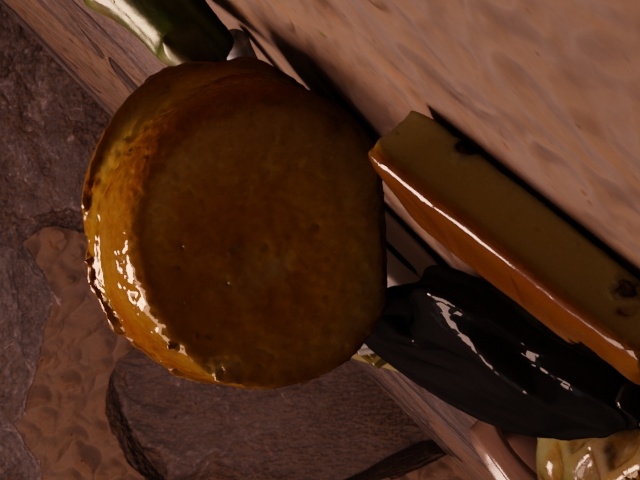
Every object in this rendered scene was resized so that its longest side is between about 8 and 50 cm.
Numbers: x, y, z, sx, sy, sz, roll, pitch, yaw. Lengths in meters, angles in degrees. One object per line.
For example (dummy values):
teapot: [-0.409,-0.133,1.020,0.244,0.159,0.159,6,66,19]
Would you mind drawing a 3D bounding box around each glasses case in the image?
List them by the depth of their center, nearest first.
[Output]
glasses case: [0.042,0.001,1.441,0.233,0.059,0.092,43,169,8]

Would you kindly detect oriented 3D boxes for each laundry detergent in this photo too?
laundry detergent: [0.220,0.241,1.488,0.171,0.076,0.237,38,-168,-24]

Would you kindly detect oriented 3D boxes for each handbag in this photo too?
handbag: [0.132,0.093,1.266,0.191,0.075,0.332,35,167,-4]

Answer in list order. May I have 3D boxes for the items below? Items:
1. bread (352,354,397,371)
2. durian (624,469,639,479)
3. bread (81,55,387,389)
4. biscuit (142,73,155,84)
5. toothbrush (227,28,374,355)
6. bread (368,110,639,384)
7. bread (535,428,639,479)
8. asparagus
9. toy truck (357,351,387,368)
bread: [0.000,0.000,1.967,0.405,0.242,0.346,11,165,6]
durian: [0.253,0.224,1.075,0.137,0.168,0.158,29,-167,-2]
bread: [-0.061,-0.007,1.216,0.268,0.268,0.146,48,170,-19]
biscuit: [-0.191,-0.112,1.923,0.027,0.188,0.188,-2,157,15]
toothbrush: [-0.010,-0.033,1.368,0.025,0.030,0.342,-73,-35,-53]
bread: [0.125,0.008,0.950,0.226,0.049,0.088,41,173,33]
bread: [0.246,0.209,1.323,0.128,0.088,0.232,56,173,-12]
asparagus: [-0.191,-0.250,1.286,0.343,0.082,0.085,44,161,1]
toy truck: [0.019,0.042,1.616,0.127,0.127,0.257,47,178,-27]
